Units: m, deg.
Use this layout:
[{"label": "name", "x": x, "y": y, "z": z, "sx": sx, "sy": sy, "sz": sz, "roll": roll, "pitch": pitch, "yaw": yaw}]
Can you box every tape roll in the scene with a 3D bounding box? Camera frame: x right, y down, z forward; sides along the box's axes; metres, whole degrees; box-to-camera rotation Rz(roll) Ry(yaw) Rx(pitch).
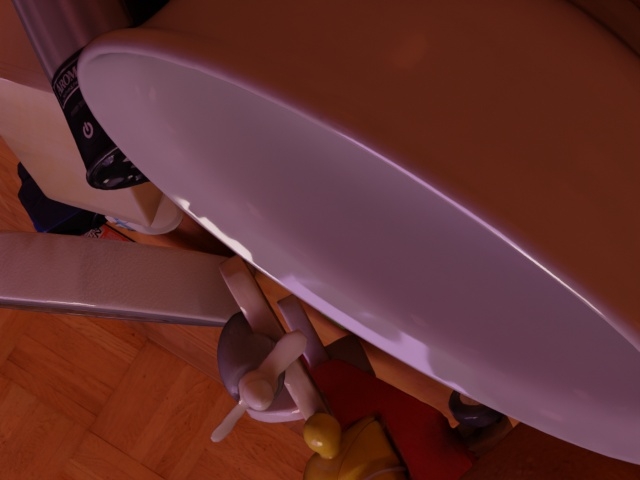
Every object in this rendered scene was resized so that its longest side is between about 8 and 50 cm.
[{"label": "tape roll", "x": -0.266, "y": 0.044, "z": 1.441, "sx": 0.392, "sy": 0.072, "sz": 0.392, "roll": 4, "pitch": 175, "yaw": 0}]

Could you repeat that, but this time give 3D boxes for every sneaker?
[{"label": "sneaker", "x": -0.171, "y": -0.056, "z": 1.223, "sx": 0.083, "sy": 0.071, "sz": 0.191, "roll": 17, "pitch": 162, "yaw": 34}]

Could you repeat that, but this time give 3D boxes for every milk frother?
[{"label": "milk frother", "x": -0.077, "y": -0.114, "z": 0.707, "sx": 0.143, "sy": 0.129, "sz": 0.135, "roll": -4, "pitch": -113, "yaw": -62}]

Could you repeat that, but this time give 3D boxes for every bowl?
[{"label": "bowl", "x": 0.058, "y": -0.037, "z": 0.552, "sx": 0.298, "sy": 0.134, "sz": 0.298, "roll": 32, "pitch": 168, "yaw": 7}]

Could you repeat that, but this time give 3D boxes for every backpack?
[{"label": "backpack", "x": -0.277, "y": -0.051, "z": 1.447, "sx": 0.101, "sy": 0.098, "sz": 0.120, "roll": 60, "pitch": 171, "yaw": 9}]

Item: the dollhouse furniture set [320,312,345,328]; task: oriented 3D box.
[{"label": "dollhouse furniture set", "x": 0.000, "y": 0.000, "z": 1.080, "sx": 0.076, "sy": 0.058, "sz": 0.152, "roll": 38, "pitch": -167, "yaw": -40}]

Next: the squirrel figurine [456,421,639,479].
[{"label": "squirrel figurine", "x": 0.276, "y": 0.263, "z": 0.988, "sx": 0.397, "sy": 0.281, "sz": 0.370, "roll": -10, "pitch": 122, "yaw": 17}]

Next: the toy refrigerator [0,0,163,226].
[{"label": "toy refrigerator", "x": -0.159, "y": -0.101, "z": 0.878, "sx": 0.094, "sy": 0.102, "sz": 0.269, "roll": 16, "pitch": 167, "yaw": 4}]

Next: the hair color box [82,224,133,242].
[{"label": "hair color box", "x": -0.256, "y": 0.041, "z": 1.848, "sx": 0.167, "sy": 0.053, "sz": 0.093, "roll": 32, "pitch": 169, "yaw": 10}]

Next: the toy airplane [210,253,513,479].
[{"label": "toy airplane", "x": 0.013, "y": 0.221, "z": 1.343, "sx": 0.386, "sy": 0.272, "sz": 0.384, "roll": 46, "pitch": 161, "yaw": 12}]
